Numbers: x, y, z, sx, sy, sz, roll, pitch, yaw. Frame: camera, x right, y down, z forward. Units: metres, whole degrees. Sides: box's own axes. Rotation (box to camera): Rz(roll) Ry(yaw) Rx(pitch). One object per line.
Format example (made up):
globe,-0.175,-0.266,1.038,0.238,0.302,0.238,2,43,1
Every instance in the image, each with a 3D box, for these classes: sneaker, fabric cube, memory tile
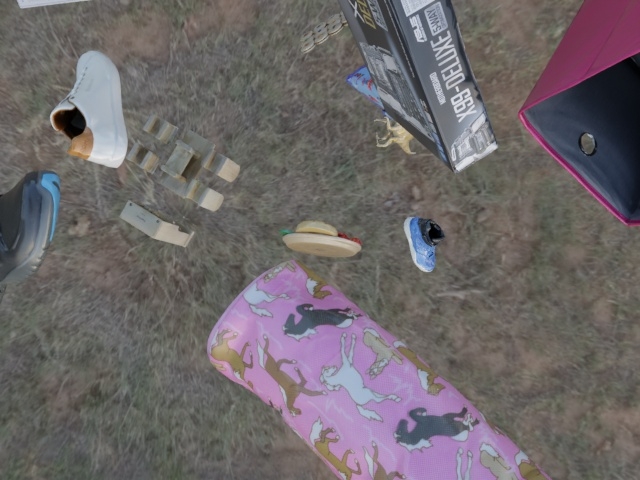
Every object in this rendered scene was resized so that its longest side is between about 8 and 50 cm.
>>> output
sneaker,0.260,0.012,1.669,0.058,0.084,0.152,-38,118,-35
fabric cube,0.474,-0.214,0.935,0.254,0.259,0.258,40,66,-14
memory tile,0.016,-0.479,1.581,0.148,0.113,0.012,-29,120,16
sneaker,-0.451,-0.270,1.334,0.123,0.106,0.290,8,46,-37
sneaker,-0.499,0.005,1.040,0.139,0.125,0.341,24,131,-34

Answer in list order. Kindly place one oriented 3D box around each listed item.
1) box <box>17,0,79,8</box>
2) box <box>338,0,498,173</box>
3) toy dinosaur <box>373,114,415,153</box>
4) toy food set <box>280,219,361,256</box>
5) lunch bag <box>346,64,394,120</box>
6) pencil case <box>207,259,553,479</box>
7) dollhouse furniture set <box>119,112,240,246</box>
box,-0.323,-0.445,1.152,0.232,0.321,0.059,-38,127,-41
box,0.115,-0.273,0.961,0.076,0.242,0.307,-31,127,-2
toy dinosaur,0.163,-0.222,1.480,0.092,0.183,0.053,-6,56,7
toy food set,0.000,0.000,0.708,0.083,0.082,0.020,15,76,-34
lunch bag,0.240,-0.338,1.771,0.138,0.221,0.293,-48,122,-4
pencil case,0.050,0.188,0.743,0.167,0.160,0.386,-42,64,-13
dollhouse furniture set,-0.318,-0.123,1.582,0.212,0.161,0.242,31,91,15
